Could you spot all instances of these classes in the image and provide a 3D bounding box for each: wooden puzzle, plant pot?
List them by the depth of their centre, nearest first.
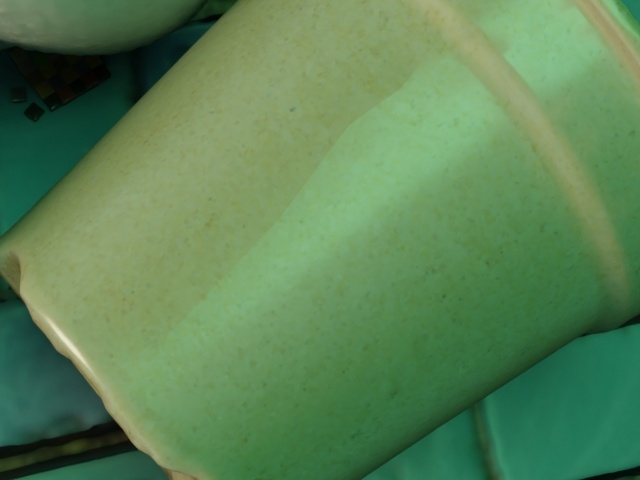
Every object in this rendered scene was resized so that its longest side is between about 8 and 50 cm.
[{"bbox_3d":[0.000,0.000,0.721,0.305,0.334,0.334,-40,88,-11],"label":"plant pot"},{"bbox_3d":[-0.175,-0.117,0.846,0.083,0.006,0.049,-36,87,-22],"label":"wooden puzzle"}]

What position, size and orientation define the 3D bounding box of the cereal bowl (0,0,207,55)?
[{"bbox_3d":[-0.215,-0.210,0.728,0.339,0.339,0.141,31,108,-6],"label":"cereal bowl"}]
